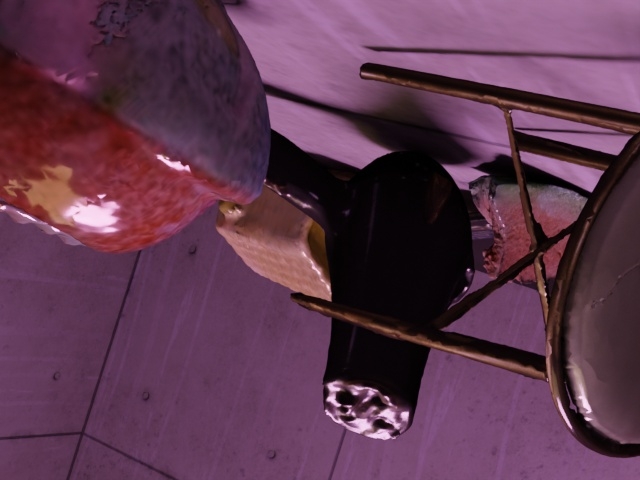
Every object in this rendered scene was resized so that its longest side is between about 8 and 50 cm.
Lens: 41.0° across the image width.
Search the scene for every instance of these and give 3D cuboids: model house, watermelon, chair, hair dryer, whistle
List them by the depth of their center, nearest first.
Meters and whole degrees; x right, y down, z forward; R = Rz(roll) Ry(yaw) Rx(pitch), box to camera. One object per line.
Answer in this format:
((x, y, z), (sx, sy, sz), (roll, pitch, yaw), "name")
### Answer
((-0.129, -0.085, 0.307), (0.346, 0.133, 0.142), (32, -156, -54), "whistle")
((0.151, 0.020, 0.348), (0.170, 0.160, 0.325), (17, -176, -39), "chair")
((-0.052, -0.039, 0.591), (0.359, 0.120, 0.304), (33, -148, -4), "hair dryer")
((0.171, -0.013, 0.671), (0.155, 0.080, 0.101), (1, -165, -22), "watermelon")
((0.000, 0.000, 1.034), (0.234, 0.175, 0.193), (14, -178, -39), "model house")

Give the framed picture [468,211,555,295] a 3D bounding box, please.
((0.256, 0.020, 0.947), (0.338, 0.014, 0.255), (17, 167, -35), "framed picture")
